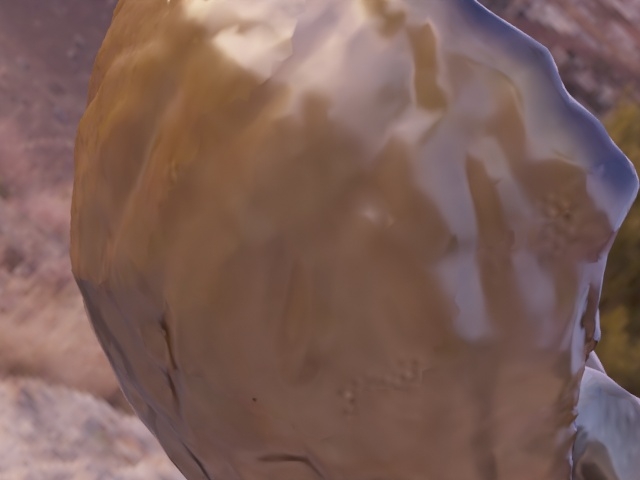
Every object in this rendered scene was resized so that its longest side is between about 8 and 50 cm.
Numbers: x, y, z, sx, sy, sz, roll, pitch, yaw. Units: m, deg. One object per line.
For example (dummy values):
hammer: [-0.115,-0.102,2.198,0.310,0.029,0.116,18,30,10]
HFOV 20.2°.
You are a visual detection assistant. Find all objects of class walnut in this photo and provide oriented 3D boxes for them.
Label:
walnut: [0.004,0.004,0.498,0.238,0.141,0.204,58,-7,-8]
